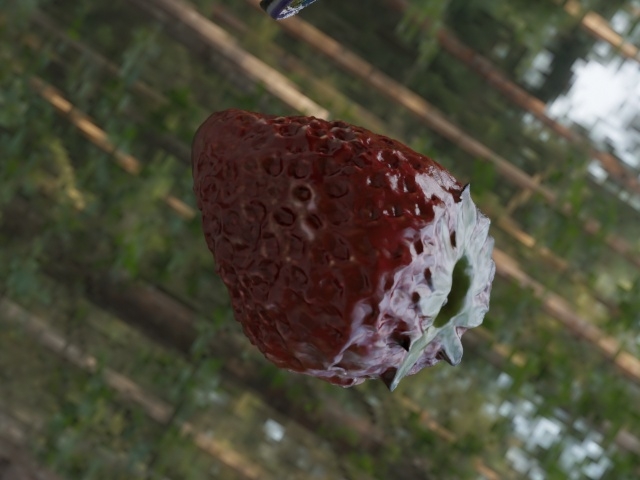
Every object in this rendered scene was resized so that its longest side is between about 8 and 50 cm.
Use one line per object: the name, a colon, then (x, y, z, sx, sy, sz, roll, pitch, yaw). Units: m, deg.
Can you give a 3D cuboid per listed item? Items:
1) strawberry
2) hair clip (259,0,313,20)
strawberry: (0.006, 0.013, 1.935, 0.292, 0.310, 0.291, 7, 90, -69)
hair clip: (-0.008, -0.255, 1.817, 0.116, 0.049, 0.172, -23, 180, 4)
